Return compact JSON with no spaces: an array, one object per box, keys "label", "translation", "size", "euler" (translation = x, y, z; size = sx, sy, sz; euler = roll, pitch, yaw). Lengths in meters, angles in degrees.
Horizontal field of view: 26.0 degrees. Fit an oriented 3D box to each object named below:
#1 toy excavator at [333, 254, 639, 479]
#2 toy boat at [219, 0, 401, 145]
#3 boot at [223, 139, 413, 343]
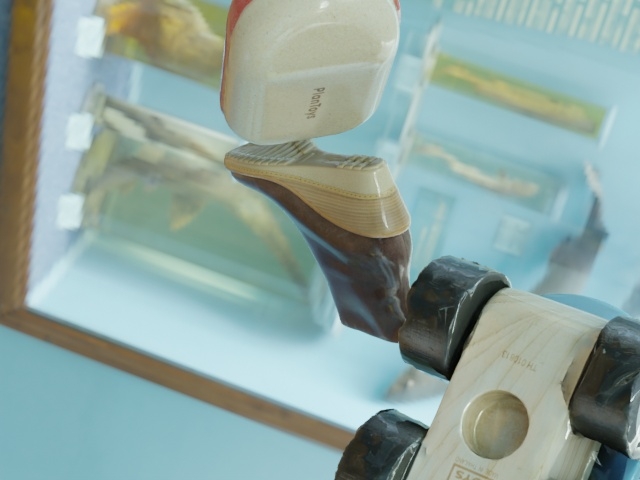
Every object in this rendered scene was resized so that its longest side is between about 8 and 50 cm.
[{"label":"toy excavator","translation":[0.200,0.282,1.242],"size":[0.445,0.222,0.433],"euler":[37,75,-54]},{"label":"toy boat","translation":[-0.019,-0.190,1.203],"size":[0.231,0.151,0.151],"euler":[109,-31,-68]},{"label":"boot","translation":[0.000,0.000,1.479],"size":[0.090,0.248,0.207],"euler":[-30,120,-36]}]
